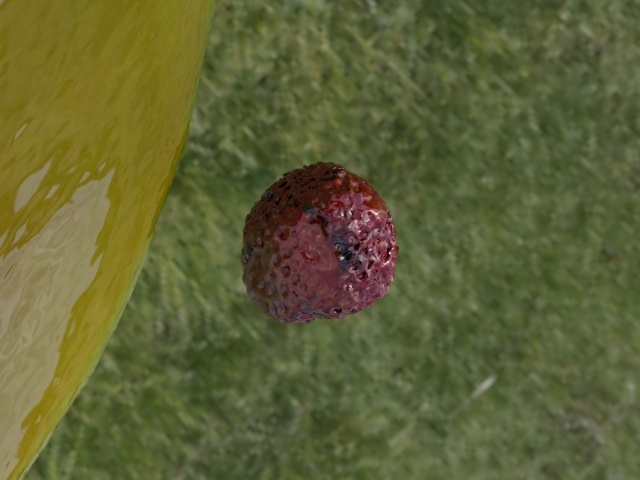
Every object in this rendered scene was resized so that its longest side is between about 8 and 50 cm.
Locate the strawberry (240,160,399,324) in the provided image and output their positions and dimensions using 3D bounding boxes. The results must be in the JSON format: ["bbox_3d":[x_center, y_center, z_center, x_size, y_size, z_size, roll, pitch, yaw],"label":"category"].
[{"bbox_3d":[0.000,0.000,0.798,0.083,0.083,0.096,-27,173,-29],"label":"strawberry"}]

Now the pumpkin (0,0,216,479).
[{"bbox_3d":[-0.157,-0.020,0.388,0.332,0.199,0.332,-59,164,-29],"label":"pumpkin"}]
